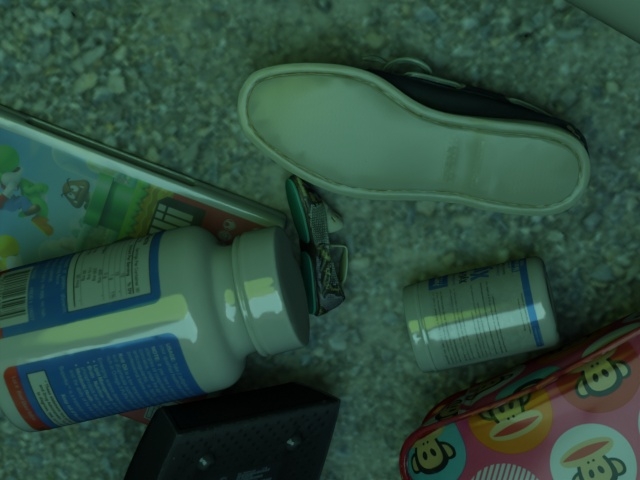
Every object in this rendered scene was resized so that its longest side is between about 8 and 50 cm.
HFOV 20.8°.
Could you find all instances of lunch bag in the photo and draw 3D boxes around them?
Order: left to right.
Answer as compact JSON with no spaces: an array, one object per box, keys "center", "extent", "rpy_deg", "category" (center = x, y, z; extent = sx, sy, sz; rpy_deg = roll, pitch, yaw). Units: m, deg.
[{"center":[0.230,0.198,1.292],"extent":[0.293,0.120,0.258],"rpy_deg":[-25,89,15],"category":"lunch bag"}]

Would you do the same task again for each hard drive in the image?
[{"center":[-0.090,0.222,1.346],"extent":[0.172,0.054,0.255],"rpy_deg":[-8,128,-39],"category":"hard drive"}]

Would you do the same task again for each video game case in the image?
[{"center":[-0.192,0.021,1.344],"extent":[0.285,0.025,0.204],"rpy_deg":[21,112,-3],"category":"video game case"}]

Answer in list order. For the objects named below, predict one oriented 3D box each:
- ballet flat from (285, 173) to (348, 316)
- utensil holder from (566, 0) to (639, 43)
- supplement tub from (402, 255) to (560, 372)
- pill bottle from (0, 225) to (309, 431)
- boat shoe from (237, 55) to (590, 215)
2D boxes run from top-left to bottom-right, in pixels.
[{"center":[0.000,0.000,1.316],"extent":[0.041,0.041,0.114],"rpy_deg":[-6,111,7],"category":"ballet flat"},{"center":[0.251,-0.260,1.039],"extent":[0.385,0.327,0.328],"rpy_deg":[28,111,-4],"category":"utensil holder"},{"center":[0.121,0.056,1.305],"extent":[0.107,0.071,0.071],"rpy_deg":[-12,110,9],"category":"supplement tub"},{"center":[-0.125,0.059,1.273],"extent":[0.221,0.124,0.124],"rpy_deg":[-13,109,10],"category":"pill bottle"},{"center":[0.068,-0.081,1.253],"extent":[0.254,0.079,0.095],"rpy_deg":[7,109,0],"category":"boat shoe"}]
